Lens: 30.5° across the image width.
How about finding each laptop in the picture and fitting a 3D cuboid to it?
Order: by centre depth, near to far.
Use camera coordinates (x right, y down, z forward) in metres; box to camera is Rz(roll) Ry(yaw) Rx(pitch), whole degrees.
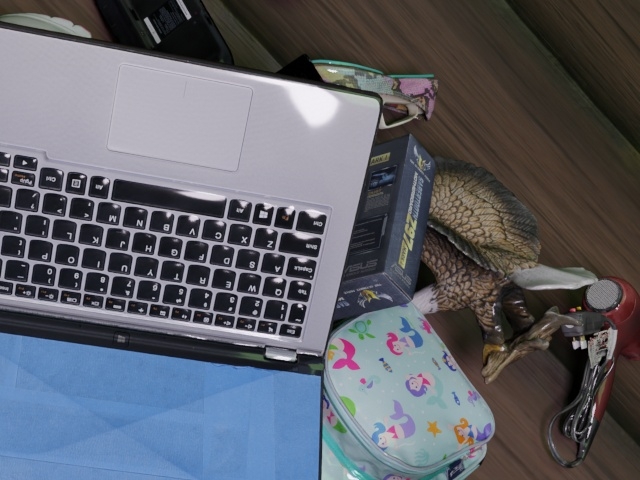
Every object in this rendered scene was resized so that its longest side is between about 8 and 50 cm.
[{"bbox_3d":[-0.158,0.065,0.964,0.382,0.408,0.236,9,18,-11],"label":"laptop"}]

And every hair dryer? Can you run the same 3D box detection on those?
[{"bbox_3d":[0.369,0.158,1.573,0.293,0.080,0.223,-18,119,-50],"label":"hair dryer"}]

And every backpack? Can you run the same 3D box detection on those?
[{"bbox_3d":[0.033,0.191,1.196,0.253,0.191,0.225,-23,71,-37],"label":"backpack"}]

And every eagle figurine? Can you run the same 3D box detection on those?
[{"bbox_3d":[0.155,0.017,1.380,0.225,0.226,0.298,-30,82,-8],"label":"eagle figurine"}]

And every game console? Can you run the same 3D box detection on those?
[{"bbox_3d":[-0.122,-0.174,1.260,0.361,0.213,0.044,60,7,17],"label":"game console"}]

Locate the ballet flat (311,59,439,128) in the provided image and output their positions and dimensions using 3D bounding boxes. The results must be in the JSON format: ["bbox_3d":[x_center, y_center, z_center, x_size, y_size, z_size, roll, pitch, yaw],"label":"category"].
[{"bbox_3d":[0.070,-0.184,1.516,0.221,0.077,0.079,0,87,-41],"label":"ballet flat"}]

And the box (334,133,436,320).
[{"bbox_3d":[0.000,0.000,1.228,0.059,0.233,0.183,45,43,-37],"label":"box"}]

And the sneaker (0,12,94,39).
[{"bbox_3d":[-0.233,-0.115,1.104,0.252,0.103,0.111,40,37,3],"label":"sneaker"}]

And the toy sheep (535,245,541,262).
[{"bbox_3d":[0.232,-0.005,1.544,0.132,0.091,0.091,36,48,-14],"label":"toy sheep"}]
